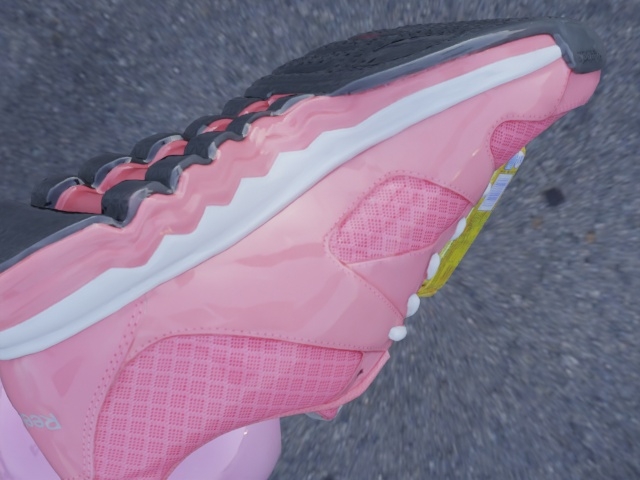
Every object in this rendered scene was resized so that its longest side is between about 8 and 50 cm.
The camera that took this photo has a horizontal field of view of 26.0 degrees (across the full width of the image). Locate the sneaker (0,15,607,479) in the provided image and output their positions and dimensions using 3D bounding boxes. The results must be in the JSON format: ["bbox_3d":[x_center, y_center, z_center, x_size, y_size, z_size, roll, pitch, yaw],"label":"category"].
[{"bbox_3d":[-0.001,0.000,0.591,0.314,0.116,0.136,-28,109,-25],"label":"sneaker"}]

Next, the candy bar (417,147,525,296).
[{"bbox_3d":[0.116,-0.014,1.105,0.018,0.040,0.161,44,117,31],"label":"candy bar"}]

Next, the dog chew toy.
[{"bbox_3d":[-0.205,0.155,1.201,0.332,0.206,0.206,-7,89,-7],"label":"dog chew toy"}]
